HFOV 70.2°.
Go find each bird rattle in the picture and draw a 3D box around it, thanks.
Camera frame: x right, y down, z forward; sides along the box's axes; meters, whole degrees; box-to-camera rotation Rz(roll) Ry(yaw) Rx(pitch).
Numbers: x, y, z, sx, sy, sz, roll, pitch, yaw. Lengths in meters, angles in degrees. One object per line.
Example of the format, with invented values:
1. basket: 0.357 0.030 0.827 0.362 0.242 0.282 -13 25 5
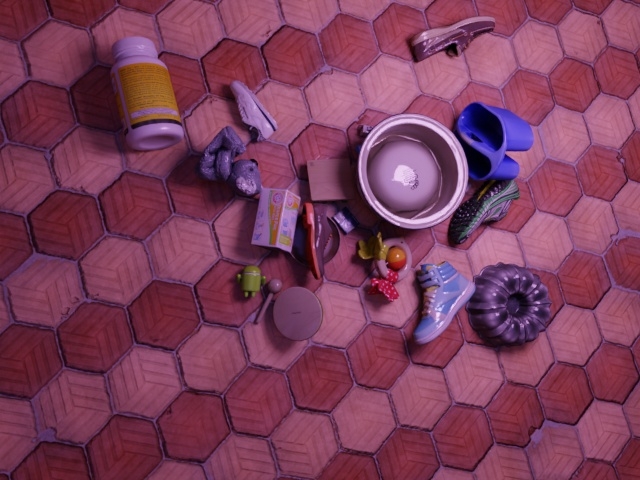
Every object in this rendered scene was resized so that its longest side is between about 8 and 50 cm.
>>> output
1. bird rattle: 0.255 0.085 1.652 0.206 0.143 0.254 -24 92 -27

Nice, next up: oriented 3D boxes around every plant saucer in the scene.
1. plant saucer: -0.027 -0.003 1.651 0.198 0.036 0.199 1 84 -10

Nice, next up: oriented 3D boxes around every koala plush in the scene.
1. koala plush: -0.292 -0.235 1.560 0.221 0.196 0.203 42 91 -4

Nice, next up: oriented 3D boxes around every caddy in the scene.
1. caddy: 0.597 -0.357 1.654 0.179 0.341 0.242 4 123 -16

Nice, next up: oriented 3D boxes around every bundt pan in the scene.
1. bundt pan: 0.725 0.242 1.716 0.330 0.124 0.331 1 84 -10

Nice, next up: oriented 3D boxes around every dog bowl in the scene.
1. dog bowl: 0.308 -0.235 1.635 0.407 0.150 0.409 1 85 -11

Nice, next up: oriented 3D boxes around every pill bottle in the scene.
1. pill bottle: -0.585 -0.486 1.522 0.187 0.188 0.334 -14 88 -11

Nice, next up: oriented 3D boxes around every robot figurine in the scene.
1. robot figurine: -0.241 0.139 1.584 0.101 0.067 0.115 4 84 -5

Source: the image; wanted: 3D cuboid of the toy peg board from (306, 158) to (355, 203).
1. toy peg board: 0.032 -0.208 1.671 0.161 0.079 0.161 -4 70 -11

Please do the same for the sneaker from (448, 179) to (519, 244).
1. sneaker: 0.632 -0.105 1.728 0.343 0.134 0.146 -44 107 -4

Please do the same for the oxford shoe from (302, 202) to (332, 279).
1. oxford shoe: 0.000 0.000 1.591 0.098 0.097 0.272 -4 85 -16

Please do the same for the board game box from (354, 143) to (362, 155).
1. board game box: 0.243 -0.283 1.723 0.160 0.039 0.212 -22 88 -11

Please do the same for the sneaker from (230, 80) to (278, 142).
1. sneaker: -0.256 -0.466 1.633 0.094 0.090 0.235 -39 91 -2

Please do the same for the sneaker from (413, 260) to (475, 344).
1. sneaker: 0.398 0.208 1.663 0.208 0.127 0.319 47 70 -5

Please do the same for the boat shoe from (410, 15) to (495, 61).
1. boat shoe: 0.526 -0.779 1.785 0.341 0.123 0.123 -16 96 -7

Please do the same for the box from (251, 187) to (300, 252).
1. box: -0.152 -0.071 1.579 0.103 0.114 0.203 6 81 24

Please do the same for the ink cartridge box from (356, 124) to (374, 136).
1. ink cartridge box: 0.179 -0.411 1.719 0.083 0.048 0.028 7 82 -8

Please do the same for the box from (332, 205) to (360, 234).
1. box: 0.094 -0.074 1.687 0.067 0.018 0.083 -39 92 -11

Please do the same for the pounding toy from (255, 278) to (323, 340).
1. pounding toy: -0.085 0.244 1.599 0.236 0.110 0.183 19 93 22

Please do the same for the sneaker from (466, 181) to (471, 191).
1. sneaker: 0.492 -0.171 1.748 0.083 0.071 0.191 40 71 2
